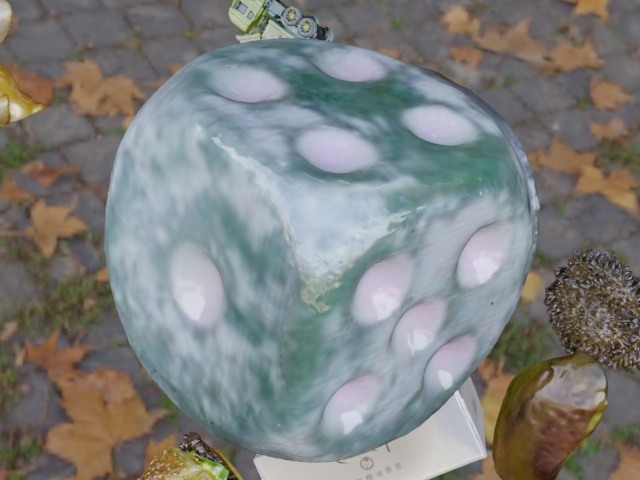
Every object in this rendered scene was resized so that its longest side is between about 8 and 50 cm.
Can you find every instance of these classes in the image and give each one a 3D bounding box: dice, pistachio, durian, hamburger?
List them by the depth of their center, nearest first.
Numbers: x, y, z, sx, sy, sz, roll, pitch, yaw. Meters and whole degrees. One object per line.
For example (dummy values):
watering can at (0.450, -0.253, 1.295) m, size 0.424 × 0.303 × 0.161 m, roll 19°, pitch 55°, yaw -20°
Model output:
hamburger at (-0.131, 0.274, 1.247) m, size 0.087 × 0.166 × 0.137 m, roll -2°, pitch 34°, yaw -47°
pistachio at (0.204, 0.172, 1.254) m, size 0.049 × 0.173 × 0.089 m, roll -4°, pitch 44°, yaw -46°
dice at (0.000, 0.000, 1.372) m, size 0.348 × 0.331 × 0.328 m, roll -18°, pitch 43°, yaw -39°
durian at (0.416, 0.104, 1.865) m, size 0.196 × 0.167 × 0.196 m, roll 19°, pitch 5°, yaw -2°

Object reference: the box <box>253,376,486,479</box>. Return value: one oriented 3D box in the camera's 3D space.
box at (0.065, 0.238, 1.611) m, size 0.260 × 0.111 × 0.194 m, roll -21°, pitch 5°, yaw 10°

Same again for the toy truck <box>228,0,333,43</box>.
toy truck at (-0.075, -0.362, 2.290) m, size 0.191 × 0.116 × 0.085 m, roll 40°, pitch 12°, yaw 20°

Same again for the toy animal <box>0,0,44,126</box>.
toy animal at (-0.207, -0.108, 0.796) m, size 0.060 × 0.083 × 0.081 m, roll -20°, pitch 8°, yaw -5°
